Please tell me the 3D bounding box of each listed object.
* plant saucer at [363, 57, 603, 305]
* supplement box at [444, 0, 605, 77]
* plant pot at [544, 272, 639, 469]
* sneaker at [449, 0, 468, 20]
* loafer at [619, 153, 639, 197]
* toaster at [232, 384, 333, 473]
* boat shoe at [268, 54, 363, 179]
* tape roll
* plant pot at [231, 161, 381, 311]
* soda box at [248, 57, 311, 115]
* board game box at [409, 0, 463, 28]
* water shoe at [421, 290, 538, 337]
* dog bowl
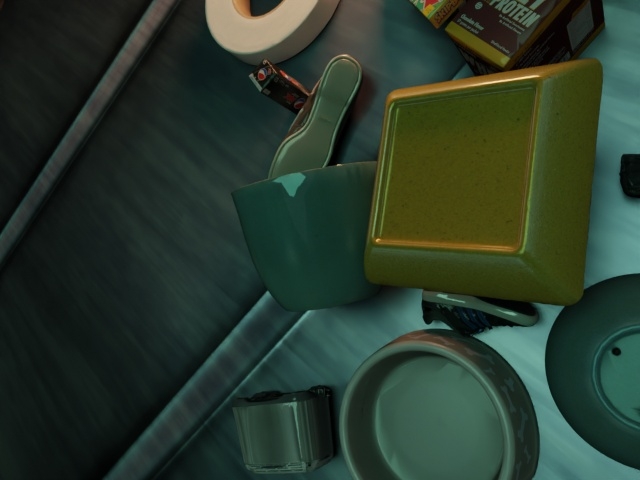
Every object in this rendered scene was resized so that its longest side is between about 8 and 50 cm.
[{"bbox_3d":[0.199,-0.093,0.741,0.332,0.081,0.333,3,81,40],"label":"plant saucer"},{"bbox_3d":[0.344,-0.354,0.863,0.191,0.194,0.129,-50,60,15],"label":"supplement box"},{"bbox_3d":[0.448,0.179,0.706,0.290,0.195,0.290,-6,78,31],"label":"plant pot"},{"bbox_3d":[0.209,-0.553,1.050,0.108,0.100,0.271,-47,67,6],"label":"sneaker"},{"bbox_3d":[0.562,-0.116,0.757,0.223,0.076,0.078,-8,85,34],"label":"loafer"},{"bbox_3d":[-0.064,0.372,1.031,0.226,0.129,0.147,-15,78,27],"label":"toaster"},{"bbox_3d":[-0.007,-0.241,1.135,0.112,0.095,0.335,29,103,-4],"label":"boat shoe"},{"bbox_3d":[-0.119,-0.627,1.270,0.392,0.072,0.392,-6,78,31],"label":"tape roll"},{"bbox_3d":[0.000,0.000,0.974,0.293,0.293,0.235,-10,92,30],"label":"plant pot"},{"bbox_3d":[-0.077,-0.328,1.133,0.053,0.169,0.060,-43,62,18],"label":"soda box"},{"bbox_3d":[0.192,-0.475,0.906,0.124,0.039,0.259,-44,38,22],"label":"board game box"},{"bbox_3d":[0.275,0.130,0.908,0.203,0.073,0.080,12,109,37],"label":"water shoe"},{"bbox_3d":[0.186,0.328,0.898,0.348,0.102,0.349,-6,78,31],"label":"dog bowl"}]
